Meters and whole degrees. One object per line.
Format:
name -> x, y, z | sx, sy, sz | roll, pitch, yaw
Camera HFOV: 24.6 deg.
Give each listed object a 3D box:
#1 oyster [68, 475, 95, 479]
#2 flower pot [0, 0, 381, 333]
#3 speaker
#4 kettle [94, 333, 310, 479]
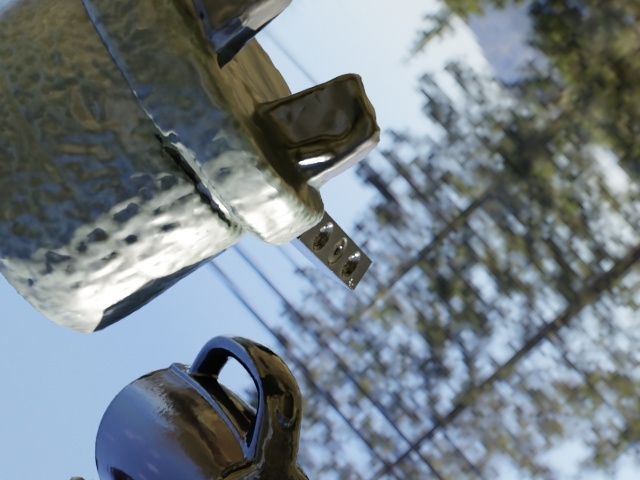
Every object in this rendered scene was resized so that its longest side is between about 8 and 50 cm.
oyster -> -0.236, 0.278, 1.495 | 0.083, 0.080, 0.038 | 55, -131, -22
flower pot -> -0.114, -0.104, 1.078 | 0.299, 0.283, 0.299 | 55, -170, -14
speaker -> 0.000, 0.000, 1.461 | 0.046, 0.040, 0.191 | 31, 175, 23
kettle -> -0.080, 0.180, 1.228 | 0.144, 0.202, 0.232 | 17, -179, -27
